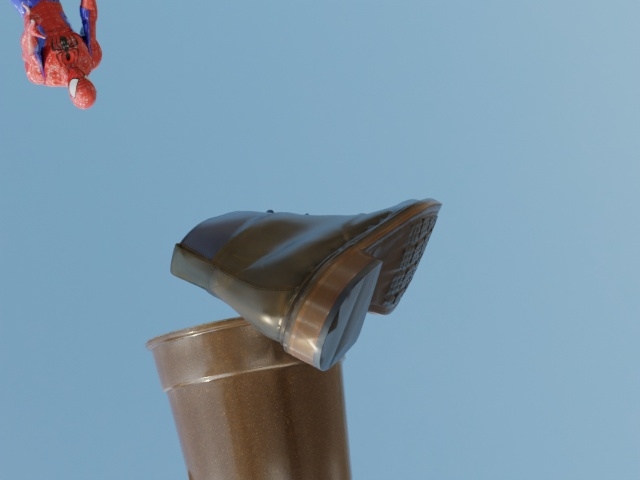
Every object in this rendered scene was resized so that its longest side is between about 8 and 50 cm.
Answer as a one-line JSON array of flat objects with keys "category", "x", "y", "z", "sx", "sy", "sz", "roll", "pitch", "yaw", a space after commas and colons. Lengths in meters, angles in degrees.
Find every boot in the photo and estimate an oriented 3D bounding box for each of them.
[{"category": "boot", "x": 0.000, "y": 0.000, "z": 0.827, "sx": 0.106, "sy": 0.082, "sz": 0.219, "roll": 24, "pitch": -158, "yaw": 14}]

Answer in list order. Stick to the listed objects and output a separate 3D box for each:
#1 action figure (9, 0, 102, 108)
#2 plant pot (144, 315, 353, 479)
[{"category": "action figure", "x": -0.282, "y": -0.263, "z": 1.341, "sx": 0.091, "sy": 0.139, "sz": 0.280, "roll": -21, "pitch": -106, "yaw": -24}, {"category": "plant pot", "x": -0.047, "y": 0.149, "z": 1.093, "sx": 0.167, "sy": 0.167, "sz": 0.165, "roll": 1, "pitch": -103, "yaw": -50}]
